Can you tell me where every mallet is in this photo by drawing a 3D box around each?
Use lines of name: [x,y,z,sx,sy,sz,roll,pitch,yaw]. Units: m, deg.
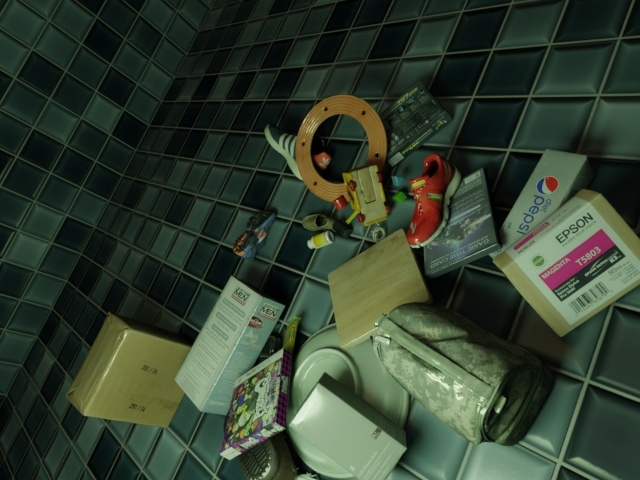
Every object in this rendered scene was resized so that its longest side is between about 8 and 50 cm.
mallet: [0.121,-0.086,1.425,0.189,0.039,0.062,-43,55,5]

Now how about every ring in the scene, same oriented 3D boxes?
ring: [0.063,-0.291,1.461,0.336,0.032,0.337,5,98,33]

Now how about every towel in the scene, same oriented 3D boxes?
towel: [-0.099,0.344,1.329,0.102,0.021,0.237,122,162,-55]

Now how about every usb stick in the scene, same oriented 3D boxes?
usb stick: [-0.239,0.343,1.485,0.277,0.045,0.077,-8,70,37]

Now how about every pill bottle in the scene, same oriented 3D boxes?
pill bottle: [0.000,0.000,1.469,0.083,0.043,0.044,-21,56,30]

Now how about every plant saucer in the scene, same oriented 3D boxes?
plant saucer: [0.032,0.396,1.194,0.400,0.100,0.401,-20,56,32]

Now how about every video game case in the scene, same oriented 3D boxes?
video game case: [0.344,-0.047,1.152,0.196,0.026,0.274,-31,35,35]
video game case: [-0.166,0.427,1.210,0.210,0.042,0.232,-38,27,25]

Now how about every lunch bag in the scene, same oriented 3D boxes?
lunch bag: [0.279,0.262,0.950,0.305,0.256,0.213,30,88,45]

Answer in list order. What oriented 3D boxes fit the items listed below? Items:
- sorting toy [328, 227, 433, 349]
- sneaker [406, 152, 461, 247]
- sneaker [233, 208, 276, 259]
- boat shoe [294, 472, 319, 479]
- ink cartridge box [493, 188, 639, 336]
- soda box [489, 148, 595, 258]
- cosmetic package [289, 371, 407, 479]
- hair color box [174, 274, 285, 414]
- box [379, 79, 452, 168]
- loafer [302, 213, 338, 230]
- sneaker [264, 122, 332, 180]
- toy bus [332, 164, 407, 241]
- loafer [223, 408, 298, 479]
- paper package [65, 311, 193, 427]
sorting toy: [0.161,0.138,1.202,0.257,0.089,0.256,-33,38,20]
sneaker: [0.268,-0.108,1.184,0.107,0.118,0.279,-15,44,52]
sneaker: [-0.229,-0.023,1.648,0.083,0.087,0.221,19,63,34]
boat shoe: [-0.027,0.628,1.148,0.226,0.083,0.076,0,40,40]
ink cartridge box: [0.509,0.046,0.921,0.234,0.193,0.088,-42,3,15]
soda box: [0.507,-0.061,1.048,0.098,0.091,0.286,27,86,47]
cosmetic package: [0.063,0.425,1.035,0.237,0.107,0.127,33,94,6]
hair color box: [-0.284,0.320,1.422,0.185,0.113,0.375,24,85,44]
box: [0.267,-0.363,1.430,0.232,0.059,0.183,-38,49,19]
loafer: [-0.007,-0.063,1.503,0.148,0.050,0.056,2,68,39]
sneaker: [-0.075,-0.348,1.665,0.148,0.131,0.350,-46,56,13]
toy bus: [0.135,-0.127,1.360,0.202,0.190,0.104,-62,18,1]
loafer: [-0.166,0.545,1.248,0.134,0.130,0.366,-48,25,-1]
paper package: [-0.618,0.445,1.547,0.168,0.324,0.310,18,79,43]
